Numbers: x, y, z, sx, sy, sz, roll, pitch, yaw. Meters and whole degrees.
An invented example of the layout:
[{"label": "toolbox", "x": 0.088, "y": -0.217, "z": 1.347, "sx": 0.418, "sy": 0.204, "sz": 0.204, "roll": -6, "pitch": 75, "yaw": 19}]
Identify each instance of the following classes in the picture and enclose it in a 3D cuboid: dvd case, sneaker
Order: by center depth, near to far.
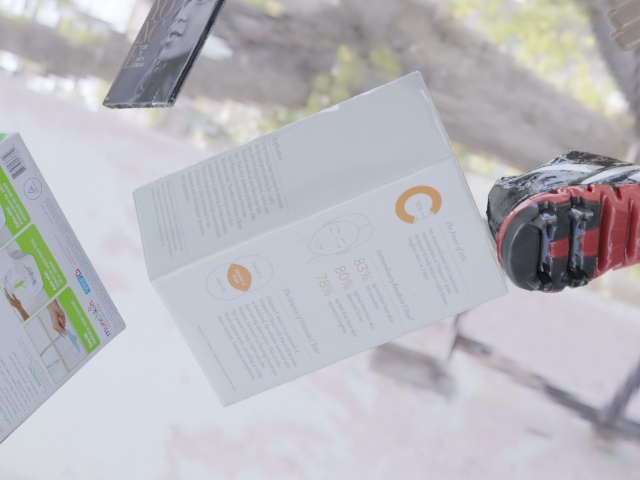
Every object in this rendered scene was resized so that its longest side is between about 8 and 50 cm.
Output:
[{"label": "sneaker", "x": 0.262, "y": -0.025, "z": 1.634, "sx": 0.135, "sy": 0.276, "sz": 0.097, "roll": -126, "pitch": 36, "yaw": -59}, {"label": "dvd case", "x": -0.181, "y": -0.262, "z": 2.412, "sx": 0.164, "sy": 0.018, "sz": 0.221, "roll": 4, "pitch": 64, "yaw": 56}]

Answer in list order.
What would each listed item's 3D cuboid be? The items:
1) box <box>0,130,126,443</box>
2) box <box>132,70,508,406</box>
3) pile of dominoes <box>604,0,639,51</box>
[{"label": "box", "x": -0.365, "y": 0.054, "z": 2.020, "sx": 0.127, "sy": 0.262, "sz": 0.231, "roll": 6, "pitch": 42, "yaw": 46}, {"label": "box", "x": 0.000, "y": 0.000, "z": 2.125, "sx": 0.168, "sy": 0.345, "sz": 0.215, "roll": -106, "pitch": -7, "yaw": -50}, {"label": "pile of dominoes", "x": 0.351, "y": -0.293, "z": 1.842, "sx": 0.251, "sy": 0.196, "sz": 0.040, "roll": 64, "pitch": -167, "yaw": -51}]
